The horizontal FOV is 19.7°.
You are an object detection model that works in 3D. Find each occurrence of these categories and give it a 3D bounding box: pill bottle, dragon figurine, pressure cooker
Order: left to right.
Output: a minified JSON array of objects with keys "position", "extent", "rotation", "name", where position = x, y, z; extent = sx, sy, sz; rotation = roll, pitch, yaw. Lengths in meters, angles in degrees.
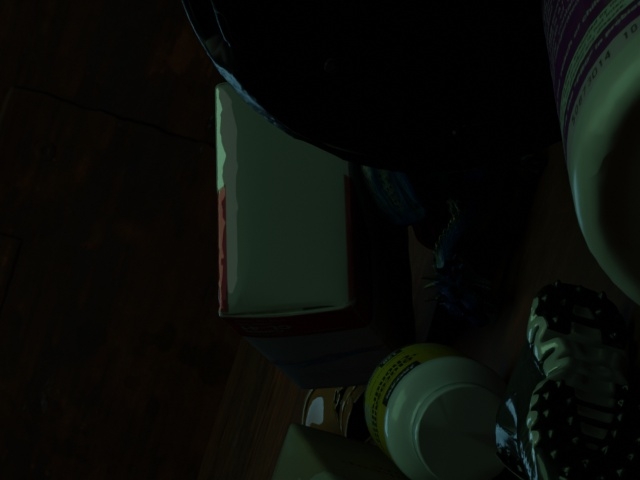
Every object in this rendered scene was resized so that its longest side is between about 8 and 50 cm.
[{"position":[0.062,-0.297,1.316],"extent":[0.370,0.375,0.420],"rotation":[-27,32,8],"name":"pressure cooker"},{"position":[0.085,-0.067,1.565],"extent":[0.144,0.289,0.085],"rotation":[-36,-3,-19],"name":"dragon figurine"},{"position":[0.094,0.136,1.412],"extent":[0.184,0.103,0.103],"rotation":[-163,89,-83],"name":"pill bottle"},{"position":[0.196,-0.098,0.904],"extent":[0.301,0.169,0.169],"rotation":[-87,15,-59],"name":"pill bottle"}]

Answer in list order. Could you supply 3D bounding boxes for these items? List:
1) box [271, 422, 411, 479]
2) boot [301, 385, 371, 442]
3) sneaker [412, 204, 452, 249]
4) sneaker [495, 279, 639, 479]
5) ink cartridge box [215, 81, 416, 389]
[{"position":[0.040,0.238,1.436],"extent":[0.311,0.148,0.121],"rotation":[-160,87,-81],"name":"box"},{"position":[0.031,0.185,1.931],"extent":[0.152,0.073,0.197],"rotation":[-102,26,-67],"name":"boot"},{"position":[0.107,-0.039,1.715],"extent":[0.221,0.087,0.128],"rotation":[33,-135,-66],"name":"sneaker"},{"position":[0.151,0.122,1.137],"extent":[0.234,0.078,0.106],"rotation":[-79,6,-64],"name":"sneaker"},{"position":[0.000,0.000,1.727],"extent":[0.306,0.131,0.226],"rotation":[57,-152,-69],"name":"ink cartridge box"}]
